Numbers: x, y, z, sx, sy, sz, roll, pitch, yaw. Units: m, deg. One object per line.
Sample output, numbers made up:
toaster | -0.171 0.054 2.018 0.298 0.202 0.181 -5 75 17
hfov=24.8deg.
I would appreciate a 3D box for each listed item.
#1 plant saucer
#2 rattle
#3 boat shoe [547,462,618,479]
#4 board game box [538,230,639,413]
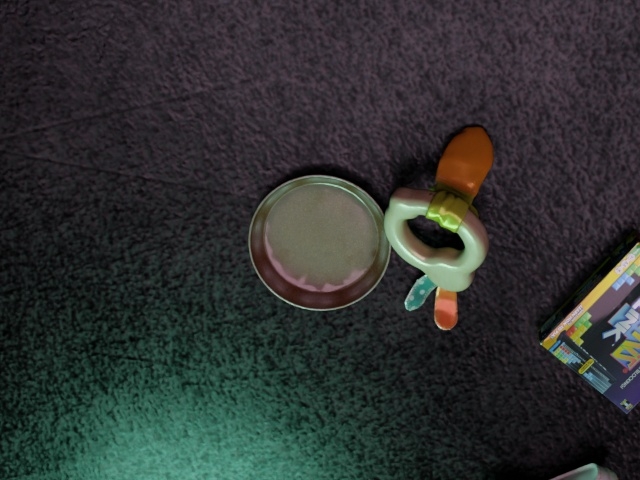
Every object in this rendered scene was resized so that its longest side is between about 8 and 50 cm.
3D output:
plant saucer | 0.000 0.000 1.720 0.168 0.029 0.168 2 108 5
rattle | 0.150 -0.013 1.706 0.130 0.143 0.199 -5 137 17
boat shoe | 0.231 0.343 1.781 0.277 0.098 0.096 -35 103 16
board game box | 0.364 0.097 1.713 0.141 0.048 0.170 38 108 -7
